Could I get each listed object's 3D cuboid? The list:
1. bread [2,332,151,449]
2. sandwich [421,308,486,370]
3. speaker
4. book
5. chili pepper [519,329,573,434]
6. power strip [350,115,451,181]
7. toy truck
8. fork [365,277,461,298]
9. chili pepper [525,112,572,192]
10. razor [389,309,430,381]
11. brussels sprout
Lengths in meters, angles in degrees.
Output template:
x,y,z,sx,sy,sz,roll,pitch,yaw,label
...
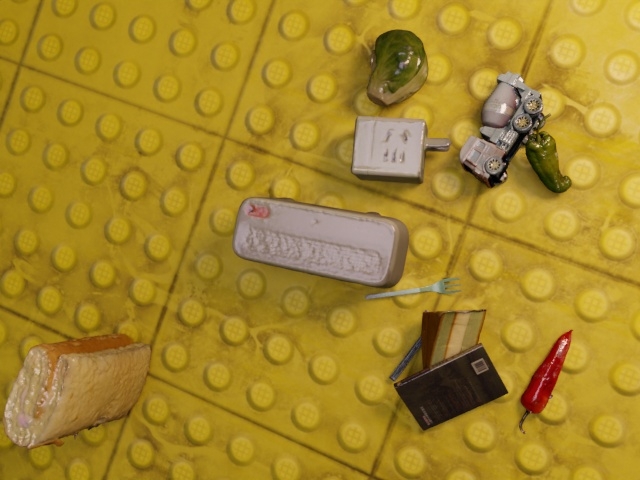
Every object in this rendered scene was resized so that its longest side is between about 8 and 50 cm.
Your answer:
x,y,z,sx,sy,sz,roll,pitch,yaw,label
-0.577,0.360,1.552,0.165,0.375,0.237,19,90,14,bread
0.305,0.248,1.462,0.117,0.144,0.188,-2,89,-8,sandwich
0.000,0.000,1.529,0.405,0.184,0.184,11,92,12,speaker
0.307,0.347,1.496,0.228,0.024,0.160,-28,114,10,book
0.521,0.325,1.476,0.059,0.050,0.268,29,94,27,chili pepper
0.196,-0.211,1.514,0.224,0.139,0.140,6,89,12,power strip
0.420,-0.261,1.488,0.140,0.108,0.257,35,94,24,toy truck
0.226,0.122,1.561,0.234,0.021,0.039,-8,83,13,fork
0.505,-0.195,1.443,0.073,0.072,0.204,-29,118,7,chili pepper
0.227,0.263,1.550,0.066,0.033,0.190,36,97,11,razor
0.184,-0.413,1.525,0.145,0.131,0.184,2,84,18,brussels sprout
